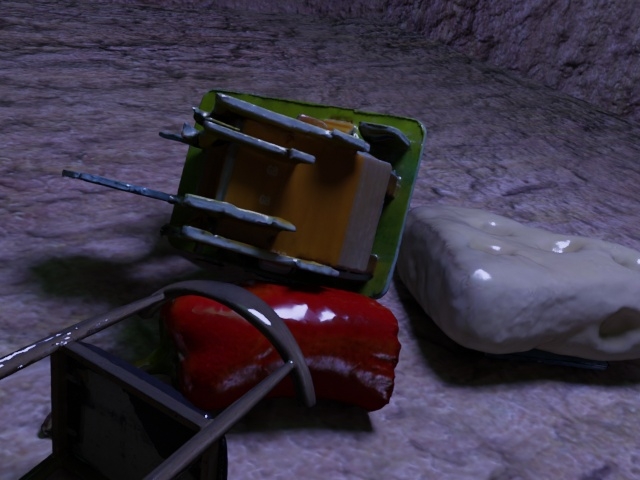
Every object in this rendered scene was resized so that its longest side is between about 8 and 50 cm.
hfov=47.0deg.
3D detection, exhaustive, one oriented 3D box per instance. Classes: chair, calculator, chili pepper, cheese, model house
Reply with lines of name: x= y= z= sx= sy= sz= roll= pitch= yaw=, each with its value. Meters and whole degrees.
chair: x=-0.145 y=0.158 z=0.562 sx=0.188 sy=0.166 sz=0.272 roll=24 pitch=33 yaw=21
calculator: x=0.288 y=0.142 z=0.959 sx=0.172 sy=0.018 sz=0.057 roll=8 pitch=25 yaw=-11
chili pepper: x=-0.093 y=0.101 z=0.734 sx=0.338 sy=0.131 sz=0.134 roll=4 pitch=32 yaw=-20
cheese: x=0.274 y=0.039 z=1.014 sx=0.351 sy=0.129 sz=0.328 roll=3 pitch=20 yaw=-19
model house: x=-0.102 y=-0.090 z=0.828 sx=0.358 sy=0.242 sz=0.313 roll=15 pitch=-3 yaw=24
